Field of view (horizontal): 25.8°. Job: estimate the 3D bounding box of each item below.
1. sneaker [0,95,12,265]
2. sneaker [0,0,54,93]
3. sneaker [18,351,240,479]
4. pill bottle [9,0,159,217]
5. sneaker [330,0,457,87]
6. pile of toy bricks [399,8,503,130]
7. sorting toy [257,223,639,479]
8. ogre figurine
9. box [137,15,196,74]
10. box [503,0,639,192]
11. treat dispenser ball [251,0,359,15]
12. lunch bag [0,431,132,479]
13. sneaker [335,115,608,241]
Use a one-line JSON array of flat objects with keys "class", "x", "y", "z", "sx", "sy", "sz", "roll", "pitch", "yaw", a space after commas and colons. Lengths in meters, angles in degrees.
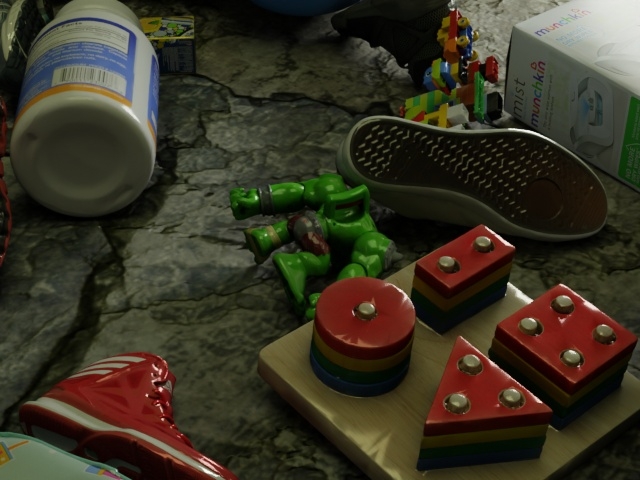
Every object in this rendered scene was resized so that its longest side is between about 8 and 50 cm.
[{"class": "sneaker", "x": -0.369, "y": -0.034, "z": 1.424, "sx": 0.097, "sy": 0.135, "sz": 0.276, "roll": 3, "pitch": 58, "yaw": -17}, {"class": "sneaker", "x": -0.398, "y": -0.252, "z": 1.734, "sx": 0.122, "sy": 0.110, "sz": 0.283, "roll": -20, "pitch": 35, "yaw": 3}, {"class": "sneaker", "x": -0.135, "y": 0.152, "z": 1.181, "sx": 0.221, "sy": 0.087, "sz": 0.128, "roll": 21, "pitch": 43, "yaw": 24}, {"class": "pill bottle", "x": -0.255, "y": -0.160, "z": 1.546, "sx": 0.152, "sy": 0.152, "sz": 0.272, "roll": -2, "pitch": 36, "yaw": -3}, {"class": "sneaker", "x": 0.099, "y": -0.249, "z": 1.739, "sx": 0.087, "sy": 0.130, "sz": 0.227, "roll": -32, "pitch": 20, "yaw": -30}, {"class": "pile of toy bricks", "x": 0.137, "y": -0.152, "z": 1.601, "sx": 0.105, "sy": 0.118, "sz": 0.212, "roll": -15, "pitch": 47, "yaw": 27}, {"class": "sorting toy", "x": 0.122, "y": 0.103, "z": 1.222, "sx": 0.255, "sy": 0.089, "sz": 0.257, "roll": -28, "pitch": 52, "yaw": -33}, {"class": "ogre figurine", "x": 0.000, "y": 0.000, "z": 1.381, "sx": 0.118, "sy": 0.097, "sz": 0.197, "roll": -25, "pitch": 31, "yaw": -14}, {"class": "box", "x": -0.239, "y": -0.240, "z": 1.735, "sx": 0.168, "sy": 0.054, "sz": 0.059, "roll": -2, "pitch": 37, "yaw": -4}, {"class": "box", "x": 0.386, "y": -0.192, "z": 1.620, "sx": 0.262, "sy": 0.127, "sz": 0.231, "roll": -26, "pitch": 46, "yaw": -29}, {"class": "treat dispenser ball", "x": -0.020, "y": -0.436, "z": 1.804, "sx": 0.288, "sy": 0.288, "sz": 0.288, "roll": 0, "pitch": 36, "yaw": 0}, {"class": "lunch bag", "x": -0.208, "y": 0.267, "z": 1.005, "sx": 0.279, "sy": 0.108, "sz": 0.224, "roll": 18, "pitch": 43, "yaw": 23}, {"class": "sneaker", "x": 0.155, "y": -0.065, "z": 1.468, "sx": 0.290, "sy": 0.123, "sz": 0.106, "roll": 16, "pitch": 79, "yaw": -10}]
